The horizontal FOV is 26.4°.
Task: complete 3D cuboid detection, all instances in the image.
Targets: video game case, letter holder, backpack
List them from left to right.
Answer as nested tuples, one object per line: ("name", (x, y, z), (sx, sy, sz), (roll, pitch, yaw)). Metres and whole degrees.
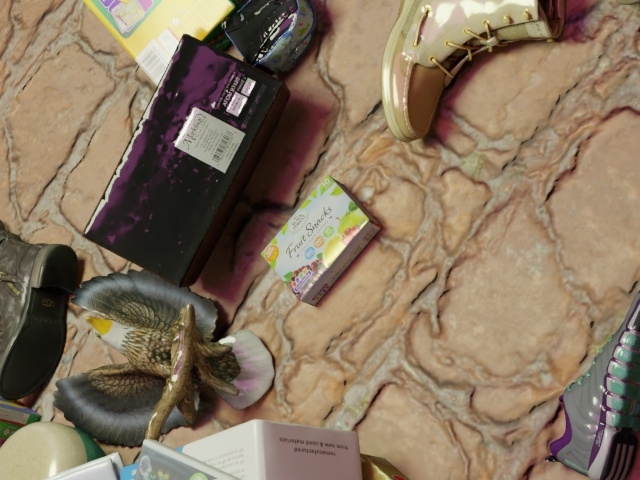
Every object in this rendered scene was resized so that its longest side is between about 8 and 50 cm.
("video game case", (-0.167, 0.332, 1.555), (0.190, 0.022, 0.173), (11, 87, 52))
("letter holder", (-0.171, -0.102, 1.879), (0.152, 0.214, 0.302), (27, 90, 5))
("backpack", (-0.060, -0.297, 1.888), (0.114, 0.084, 0.105), (-46, 57, 20))

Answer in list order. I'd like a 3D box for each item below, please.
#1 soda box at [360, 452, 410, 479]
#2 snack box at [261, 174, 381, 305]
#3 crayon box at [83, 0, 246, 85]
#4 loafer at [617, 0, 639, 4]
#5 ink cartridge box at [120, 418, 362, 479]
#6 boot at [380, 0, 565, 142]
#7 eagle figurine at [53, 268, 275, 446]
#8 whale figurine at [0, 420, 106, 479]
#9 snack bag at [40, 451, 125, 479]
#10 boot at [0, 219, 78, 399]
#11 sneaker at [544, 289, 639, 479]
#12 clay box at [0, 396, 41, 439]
("soda box", (0.104, 0.326, 1.590), (0.181, 0.058, 0.061), (37, 98, 37))
("snack box", (0.000, 0.000, 1.780), (0.141, 0.037, 0.100), (-50, 53, 11))
("crayon box", (-0.249, -0.371, 1.988), (0.165, 0.081, 0.278), (-44, 76, 15))
("loafer", (0.449, -0.340, 1.552), (0.268, 0.092, 0.102), (-26, 59, 44))
("ink cartridge box", (-0.088, 0.436, 1.582), (0.285, 0.166, 0.395), (-25, 61, 44))
("boot", (0.192, -0.246, 1.696), (0.203, 0.095, 0.262), (6, 74, 34))
("eagle figurine", (-0.230, 0.152, 1.826), (0.226, 0.225, 0.298), (-34, 11, -25))
("whale figurine", (-0.369, 0.385, 1.840), (0.216, 0.141, 0.272), (-1, 72, 43))
("snack bag", (-0.340, 0.480, 1.730), (0.323, 0.037, 0.343), (-22, 90, 4))
("boot", (-0.479, 0.099, 2.060), (0.229, 0.091, 0.263), (8, 76, 42))
("sneaker", (0.309, 0.150, 1.494), (0.098, 0.083, 0.224), (14, 84, 42))
("clay box", (-0.532, 0.225, 2.017), (0.222, 0.127, 0.053), (26, 90, 37))
